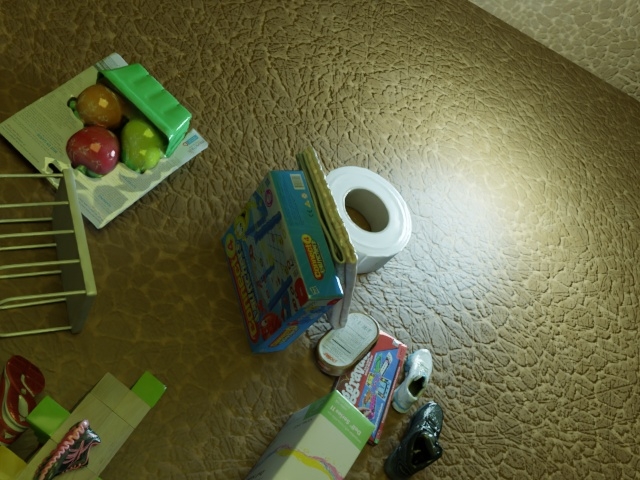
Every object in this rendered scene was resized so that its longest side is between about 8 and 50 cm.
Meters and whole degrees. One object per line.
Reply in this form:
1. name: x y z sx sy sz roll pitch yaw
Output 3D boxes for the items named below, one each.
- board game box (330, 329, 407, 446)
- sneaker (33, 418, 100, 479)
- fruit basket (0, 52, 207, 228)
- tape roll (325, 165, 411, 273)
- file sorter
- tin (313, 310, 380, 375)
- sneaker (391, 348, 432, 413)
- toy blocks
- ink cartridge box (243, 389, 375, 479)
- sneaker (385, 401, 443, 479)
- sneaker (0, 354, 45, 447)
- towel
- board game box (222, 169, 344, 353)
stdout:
1. board game box: 0.112 0.335 1.657 0.145 0.027 0.281 32 50 -8
2. sneaker: -0.374 0.327 1.030 0.057 0.047 0.119 51 43 -15
3. fruit basket: -0.494 -0.237 1.603 0.327 0.165 0.353 44 64 1
4. tape roll: 0.101 -0.057 1.853 0.286 0.100 0.286 16 54 -23
5. file sorter: -0.561 0.030 1.340 0.173 0.193 0.277 -6 64 -31
6. tin: 0.065 0.243 1.655 0.106 0.040 0.190 34 53 22
7. sneaker: 0.244 0.338 1.699 0.071 0.083 0.190 36 48 -4
8. toy blocks: -0.448 0.393 1.143 0.191 0.261 0.381 42 44 -8
9. ink cartridge box: -0.065 0.476 1.339 0.119 0.207 0.353 44 48 -2
10. sneaker: 0.248 0.454 1.597 0.087 0.130 0.227 48 47 2
11. sneaker: -0.566 0.296 1.217 0.128 0.221 0.087 -44 112 0
12. towel: 0.000 0.000 1.602 0.054 0.317 0.331 -13 59 -12
13. board game box: -0.096 0.053 1.529 0.086 0.302 0.308 -3 62 -32
